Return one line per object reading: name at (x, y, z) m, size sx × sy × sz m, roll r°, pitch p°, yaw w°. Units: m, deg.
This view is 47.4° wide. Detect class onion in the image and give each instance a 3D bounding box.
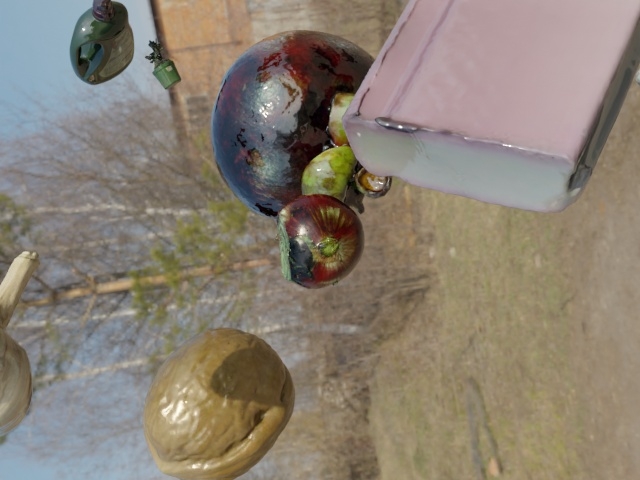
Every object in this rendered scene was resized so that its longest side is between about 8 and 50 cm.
onion at (0.000, 0.000, 0.896) m, size 0.118 × 0.119 × 0.117 m, roll -100°, pitch 5°, yaw -66°

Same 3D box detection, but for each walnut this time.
walnut at (-0.211, 0.339, 1.485) m, size 0.333 × 0.333 × 0.332 m, roll 172°, pitch 90°, yaw -89°

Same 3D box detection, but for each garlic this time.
garlic at (-0.409, 0.114, 0.897) m, size 0.226 × 0.199 × 0.199 m, roll -59°, pitch -18°, yaw -26°

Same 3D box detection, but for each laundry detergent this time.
laundry detergent at (-0.433, -0.400, 1.435) m, size 0.078 × 0.144 × 0.221 m, roll 48°, pitch 161°, yaw 5°

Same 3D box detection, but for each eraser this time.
eraser at (0.222, -0.219, 0.847) m, size 0.359 × 0.272 × 0.122 m, roll -63°, pitch -28°, yaw -23°

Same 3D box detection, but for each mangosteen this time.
mangosteen at (0.002, -0.159, 1.124) m, size 0.360 × 0.306 × 0.306 m, roll 28°, pitch 144°, yaw 29°

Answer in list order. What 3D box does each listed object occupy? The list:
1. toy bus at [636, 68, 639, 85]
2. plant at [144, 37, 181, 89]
toy bus at (0.513, -0.090, 0.600) m, size 0.209 × 0.249 × 0.440 m, roll -62°, pitch 33°, yaw 30°
plant at (-0.325, -0.360, 1.481) m, size 0.102 × 0.051 × 0.051 m, roll 60°, pitch -179°, yaw -6°
